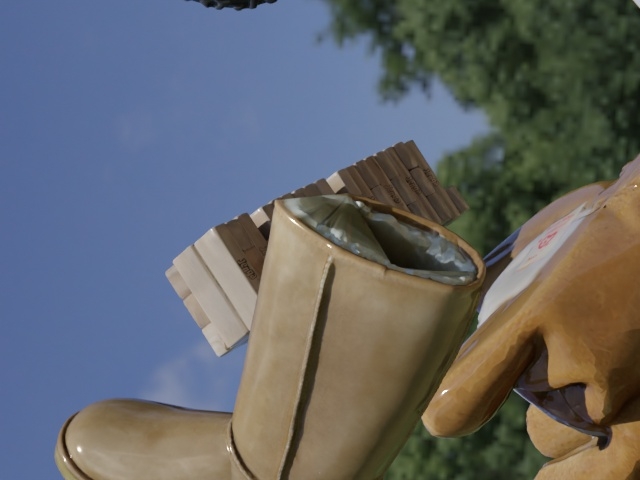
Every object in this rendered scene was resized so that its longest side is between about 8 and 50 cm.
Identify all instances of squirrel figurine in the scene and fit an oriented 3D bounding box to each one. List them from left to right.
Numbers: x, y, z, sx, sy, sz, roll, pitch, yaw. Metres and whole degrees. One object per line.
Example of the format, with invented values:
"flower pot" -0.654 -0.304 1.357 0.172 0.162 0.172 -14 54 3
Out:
"squirrel figurine" 0.340 0.109 1.461 0.397 0.370 0.281 -43 7 17

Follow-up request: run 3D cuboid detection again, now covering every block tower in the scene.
"block tower" 0.000 0.000 1.572 0.335 0.091 0.097 -24 -101 -53

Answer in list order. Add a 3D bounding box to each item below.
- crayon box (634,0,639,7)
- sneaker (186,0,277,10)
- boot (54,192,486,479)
"crayon box" 0.398 -0.210 1.660 0.083 0.323 0.203 -40 3 -5
"sneaker" -0.032 -0.285 1.570 0.100 0.272 0.108 76 -179 -50
"boot" -0.040 0.078 1.118 0.089 0.236 0.269 -68 -5 -52
